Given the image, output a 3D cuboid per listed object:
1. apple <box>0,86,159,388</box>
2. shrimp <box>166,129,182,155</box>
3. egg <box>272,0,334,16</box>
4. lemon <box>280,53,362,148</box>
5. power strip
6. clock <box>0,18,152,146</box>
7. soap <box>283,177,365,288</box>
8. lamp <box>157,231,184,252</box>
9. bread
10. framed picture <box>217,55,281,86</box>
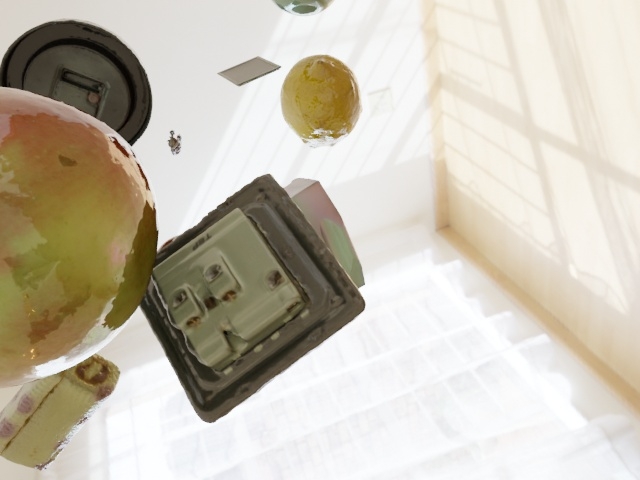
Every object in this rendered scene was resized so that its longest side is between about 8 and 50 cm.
[{"bbox_3d":[-0.336,-0.010,0.634,0.277,0.319,0.319,-76,-25,-61],"label":"apple"},{"bbox_3d":[-0.352,-0.239,1.427,0.038,0.029,0.092,46,149,5],"label":"shrimp"},{"bbox_3d":[-0.042,-0.625,1.418,0.168,0.231,0.168,14,120,25],"label":"egg"},{"bbox_3d":[0.002,-0.381,1.620,0.288,0.234,0.233,88,159,-65],"label":"lemon"},{"bbox_3d":[-0.112,0.057,0.760,0.251,0.257,0.092,52,179,33],"label":"power strip"},{"bbox_3d":[-0.547,-0.337,1.346,0.067,0.325,0.325,-110,7,-57],"label":"clock"},{"bbox_3d":[0.000,0.000,1.601,0.193,0.109,0.323,21,137,62],"label":"soap"},{"bbox_3d":[-0.217,0.086,1.112,0.223,0.196,0.223,13,120,24],"label":"lamp"},{"bbox_3d":[-0.677,0.417,1.498,0.187,0.338,0.155,36,-160,-20],"label":"bread"},{"bbox_3d":[-0.208,-0.489,1.712,0.183,0.142,0.011,42,155,53],"label":"framed picture"}]
